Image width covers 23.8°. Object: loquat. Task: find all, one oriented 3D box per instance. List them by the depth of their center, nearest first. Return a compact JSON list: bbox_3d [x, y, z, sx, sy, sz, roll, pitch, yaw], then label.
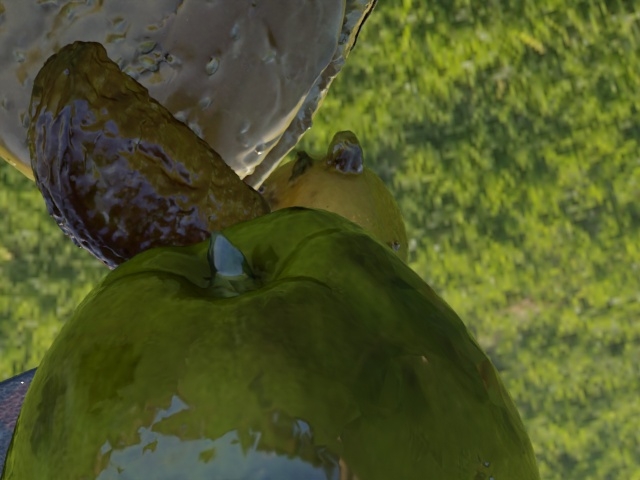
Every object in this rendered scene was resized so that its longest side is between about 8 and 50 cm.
[{"bbox_3d":[0.000,0.000,1.319,0.149,0.172,0.204,23,118,27],"label":"loquat"}]

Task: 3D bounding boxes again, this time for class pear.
[{"bbox_3d":[-0.024,0.148,0.683,0.269,0.269,0.321,-4,106,-3],"label":"pear"}]

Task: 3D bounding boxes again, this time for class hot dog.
[{"bbox_3d":[-0.089,-0.033,0.757,0.065,0.099,0.147,-37,115,22],"label":"hot dog"}]

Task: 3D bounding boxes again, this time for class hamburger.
[{"bbox_3d":[-0.105,-0.157,0.961,0.283,0.259,0.144,-63,161,2],"label":"hamburger"}]

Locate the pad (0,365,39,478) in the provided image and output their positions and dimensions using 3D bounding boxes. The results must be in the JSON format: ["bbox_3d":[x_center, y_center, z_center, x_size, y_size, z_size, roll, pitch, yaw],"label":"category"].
[{"bbox_3d":[-0.197,0.144,0.937,0.211,0.003,0.143,-23,131,10],"label":"pad"}]
